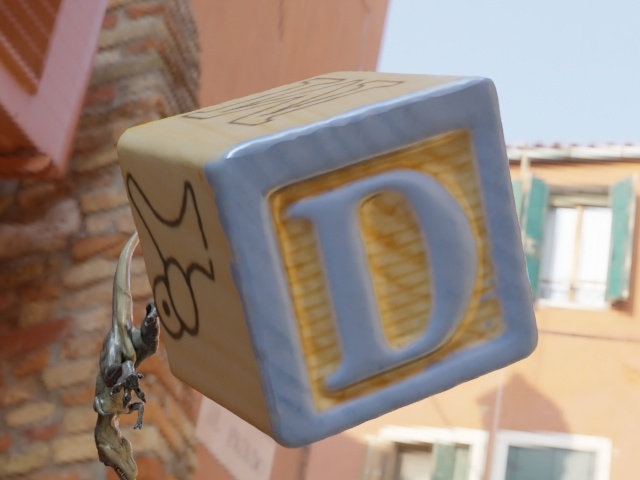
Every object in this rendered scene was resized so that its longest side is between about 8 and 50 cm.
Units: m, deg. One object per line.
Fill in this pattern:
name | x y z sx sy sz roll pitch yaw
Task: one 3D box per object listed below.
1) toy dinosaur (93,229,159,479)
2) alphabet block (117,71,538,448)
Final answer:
toy dinosaur | -0.185 0.107 1.315 0.064 0.268 0.118 9 -5 -24
alphabet block | 0.000 0.000 0.881 0.194 0.192 0.197 -16 15 -23
